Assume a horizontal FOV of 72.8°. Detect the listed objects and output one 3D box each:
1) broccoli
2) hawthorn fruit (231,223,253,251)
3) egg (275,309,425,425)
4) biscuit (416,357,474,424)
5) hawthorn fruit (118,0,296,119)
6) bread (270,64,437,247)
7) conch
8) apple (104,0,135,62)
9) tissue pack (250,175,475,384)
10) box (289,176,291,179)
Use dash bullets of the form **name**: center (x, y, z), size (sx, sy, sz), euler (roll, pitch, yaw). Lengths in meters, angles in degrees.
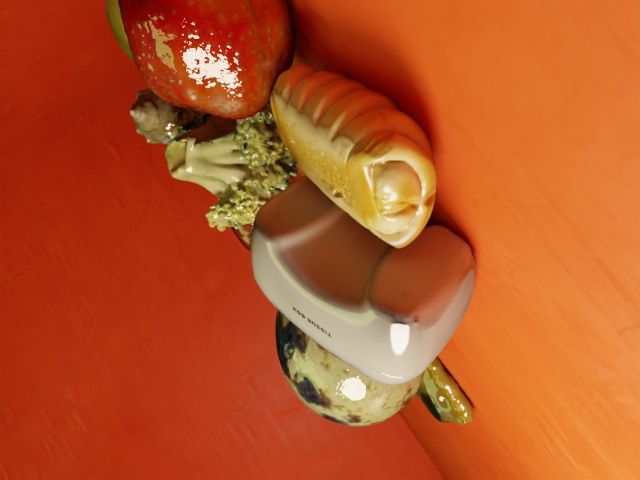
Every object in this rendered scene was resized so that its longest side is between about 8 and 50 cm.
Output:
- **broccoli**: center (-0.215, -0.191, 0.967), size (0.293, 0.348, 0.280), euler (27, -161, 24)
- **hawthorn fruit**: center (-0.213, -0.083, 1.698), size (0.275, 0.275, 0.299), euler (56, -179, 2)
- **egg**: center (0.063, 0.216, 1.030), size (0.345, 0.344, 0.428), euler (67, -178, -49)
- **biscuit**: center (0.306, 0.403, 1.256), size (0.329, 0.078, 0.335), euler (55, 170, 35)
- **hawthorn fruit**: center (-0.156, -0.329, 0.621), size (0.254, 0.254, 0.300), euler (54, 159, 14)
- **bread**: center (0.038, -0.140, 0.601), size (0.311, 0.121, 0.173), euler (48, 164, 39)
- **conch**: center (-0.349, -0.322, 1.132), size (0.386, 0.169, 0.203), euler (-30, -88, -57)
- **apple**: center (-0.359, -0.508, 1.004), size (0.194, 0.260, 0.261), euler (62, 173, 14)
- **tissue pack**: center (0.058, 0.064, 0.696), size (0.333, 0.229, 0.236), euler (32, 146, 27)
- **box**: center (-0.229, -0.203, 1.413), size (0.150, 0.233, 0.067), euler (58, 169, -20)
